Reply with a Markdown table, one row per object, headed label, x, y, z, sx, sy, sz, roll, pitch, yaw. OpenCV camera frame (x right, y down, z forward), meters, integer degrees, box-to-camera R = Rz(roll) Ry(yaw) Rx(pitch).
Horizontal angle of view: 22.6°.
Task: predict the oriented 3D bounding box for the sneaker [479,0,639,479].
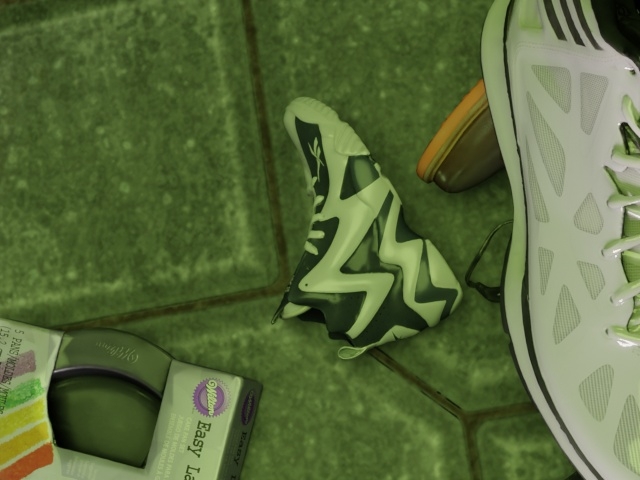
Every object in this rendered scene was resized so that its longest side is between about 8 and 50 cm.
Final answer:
| label | x | y | z | sx | sy | sz | roll | pitch | yaw |
| --- | --- | --- | --- | --- | --- | --- | --- | --- | --- |
| sneaker | 0.225 | -0.017 | 1.132 | 0.169 | 0.257 | 0.448 | -12 | 81 | -8 |

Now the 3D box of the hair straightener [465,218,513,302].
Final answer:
| label | x | y | z | sx | sy | sz | roll | pitch | yaw |
| --- | --- | --- | --- | --- | --- | --- | --- | --- | --- |
| hair straightener | 0.235 | 0.007 | 1.369 | 0.230 | 0.047 | 0.089 | -9 | 78 | 16 |

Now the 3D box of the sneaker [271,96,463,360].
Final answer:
| label | x | y | z | sx | sy | sz | roll | pitch | yaw |
| --- | --- | --- | --- | --- | --- | --- | --- | --- | --- |
| sneaker | 0.000 | 0.000 | 1.392 | 0.153 | 0.094 | 0.235 | -34 | 85 | -3 |

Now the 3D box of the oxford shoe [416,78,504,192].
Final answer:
| label | x | y | z | sx | sy | sz | roll | pitch | yaw |
| --- | --- | --- | --- | --- | --- | --- | --- | --- | --- |
| oxford shoe | 0.249 | -0.132 | 1.344 | 0.363 | 0.130 | 0.133 | -34 | 81 | 6 |

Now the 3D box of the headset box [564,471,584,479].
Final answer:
| label | x | y | z | sx | sy | sz | roll | pitch | yaw |
| --- | --- | --- | --- | --- | --- | --- | --- | --- | --- |
| headset box | 0.209 | 0.336 | 1.267 | 0.283 | 0.131 | 0.246 | -38 | 75 | 4 |

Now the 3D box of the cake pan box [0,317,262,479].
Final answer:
| label | x | y | z | sx | sy | sz | roll | pitch | yaw |
| --- | --- | --- | --- | --- | --- | --- | --- | --- | --- |
| cake pan box | -0.199 | 0.213 | 1.419 | 0.245 | 0.070 | 0.267 | 14 | 83 | 13 |
